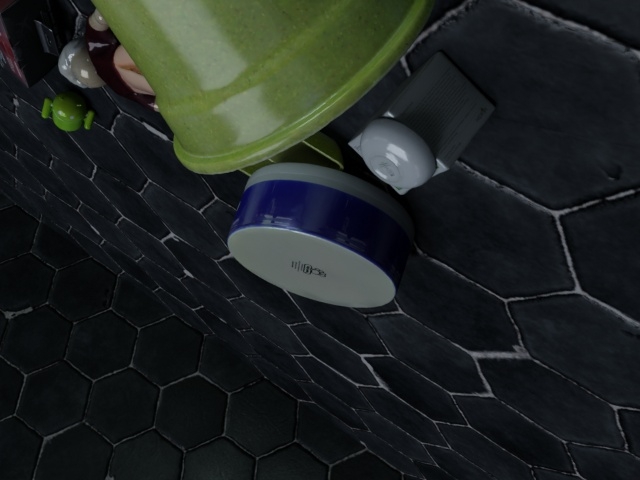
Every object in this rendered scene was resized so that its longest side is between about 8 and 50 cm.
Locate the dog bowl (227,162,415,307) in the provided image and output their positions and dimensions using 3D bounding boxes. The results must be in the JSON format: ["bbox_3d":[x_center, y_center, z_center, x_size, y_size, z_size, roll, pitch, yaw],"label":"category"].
[{"bbox_3d":[0.000,0.000,0.992,0.264,0.104,0.265,16,158,7],"label":"dog bowl"}]

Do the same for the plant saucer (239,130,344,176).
[{"bbox_3d":[-0.055,-0.132,0.980,0.188,0.045,0.188,32,156,1],"label":"plant saucer"}]

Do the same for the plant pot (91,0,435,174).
[{"bbox_3d":[-0.088,-0.239,0.530,0.276,0.276,0.254,8,146,50],"label":"plant pot"}]

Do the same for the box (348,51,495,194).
[{"bbox_3d":[0.105,-0.121,0.707,0.087,0.102,0.101,44,157,-8],"label":"box"}]

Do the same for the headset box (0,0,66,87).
[{"bbox_3d":[-0.571,-0.415,1.140,0.293,0.110,0.218,37,157,4],"label":"headset box"}]

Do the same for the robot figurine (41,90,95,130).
[{"bbox_3d":[-0.528,-0.272,1.401,0.101,0.067,0.115,16,163,-19],"label":"robot figurine"}]

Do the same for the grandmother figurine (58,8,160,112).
[{"bbox_3d":[-0.291,-0.267,1.028,0.342,0.104,0.208,15,140,38],"label":"grandmother figurine"}]

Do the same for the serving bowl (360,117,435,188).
[{"bbox_3d":[0.072,-0.081,0.664,0.083,0.027,0.083,31,155,16],"label":"serving bowl"}]
